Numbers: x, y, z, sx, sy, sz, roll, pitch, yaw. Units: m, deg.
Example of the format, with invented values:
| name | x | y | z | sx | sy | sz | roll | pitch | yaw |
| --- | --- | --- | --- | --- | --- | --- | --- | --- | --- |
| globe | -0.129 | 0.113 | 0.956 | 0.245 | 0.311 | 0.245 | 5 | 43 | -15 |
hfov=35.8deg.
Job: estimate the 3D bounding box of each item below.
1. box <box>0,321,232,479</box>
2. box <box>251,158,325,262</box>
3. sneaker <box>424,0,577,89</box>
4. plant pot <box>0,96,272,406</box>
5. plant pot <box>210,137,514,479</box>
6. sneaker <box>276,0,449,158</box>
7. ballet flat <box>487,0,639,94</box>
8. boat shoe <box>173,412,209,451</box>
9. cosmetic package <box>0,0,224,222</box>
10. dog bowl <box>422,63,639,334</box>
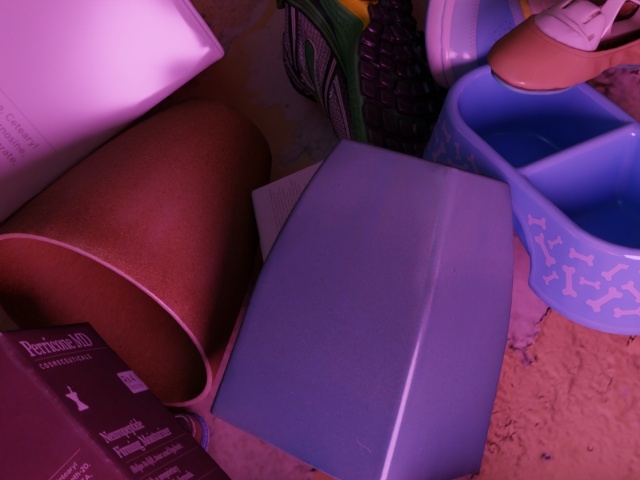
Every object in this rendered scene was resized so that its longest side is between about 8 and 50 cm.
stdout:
| name | x | y | z | sx | sy | sz | roll | pitch | yaw |
| --- | --- | --- | --- | --- | --- | --- | --- | --- | --- |
| box | -0.207 | 0.196 | 0.785 | 0.167 | 0.168 | 0.203 | -45 | 81 | 6 |
| box | 0.000 | 0.000 | 0.924 | 0.087 | 0.101 | 0.102 | -22 | 54 | 13 |
| sneaker | 0.243 | -0.262 | 0.934 | 0.208 | 0.127 | 0.319 | 16 | 64 | 33 |
| plant pot | -0.151 | -0.013 | 0.950 | 0.237 | 0.237 | 0.254 | 7 | 50 | 30 |
| plant pot | 0.053 | 0.049 | 0.773 | 0.165 | 0.165 | 0.234 | 20 | 98 | 34 |
| sneaker | 0.043 | -0.166 | 1.010 | 0.146 | 0.134 | 0.344 | -42 | 50 | 42 |
| ballet flat | 0.229 | -0.182 | 0.856 | 0.232 | 0.073 | 0.080 | -20 | 54 | -43 |
| boat shoe | -0.180 | 0.223 | 0.902 | 0.183 | 0.066 | 0.066 | -45 | 52 | -4 |
| cosmetic package | -0.367 | -0.235 | 1.041 | 0.393 | 0.327 | 0.329 | -37 | 24 | 2 |
| dog bowl | 0.208 | -0.051 | 0.826 | 0.165 | 0.074 | 0.297 | -22 | 49 | -21 |
